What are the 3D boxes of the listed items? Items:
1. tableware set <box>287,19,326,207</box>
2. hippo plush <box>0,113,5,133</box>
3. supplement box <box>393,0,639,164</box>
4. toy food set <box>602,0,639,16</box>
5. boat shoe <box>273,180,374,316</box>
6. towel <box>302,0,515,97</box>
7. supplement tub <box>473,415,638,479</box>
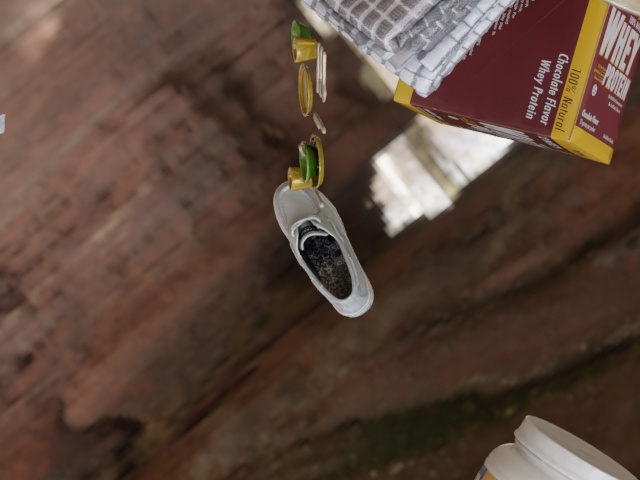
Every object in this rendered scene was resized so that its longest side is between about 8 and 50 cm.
[{"bbox_3d":[-0.017,-0.112,1.482,0.024,0.154,0.104,-4,-155,-10],"label":"tableware set"},{"bbox_3d":[-0.507,-0.208,1.832,0.294,0.236,0.234,-13,171,-35],"label":"hippo plush"},{"bbox_3d":[0.207,-0.197,1.679,0.129,0.194,0.191,17,89,-62],"label":"supplement box"},{"bbox_3d":[0.243,-0.294,1.143,0.219,0.092,0.306,-68,163,-3],"label":"toy food set"},{"bbox_3d":[-0.001,0.001,2.313,0.079,0.227,0.081,-33,157,4],"label":"boat shoe"},{"bbox_3d":[0.086,-0.306,1.471,0.283,0.235,0.121,-48,162,5],"label":"towel"},{"bbox_3d":[0.189,0.275,1.529,0.199,0.144,0.144,-60,177,5],"label":"supplement tub"}]
